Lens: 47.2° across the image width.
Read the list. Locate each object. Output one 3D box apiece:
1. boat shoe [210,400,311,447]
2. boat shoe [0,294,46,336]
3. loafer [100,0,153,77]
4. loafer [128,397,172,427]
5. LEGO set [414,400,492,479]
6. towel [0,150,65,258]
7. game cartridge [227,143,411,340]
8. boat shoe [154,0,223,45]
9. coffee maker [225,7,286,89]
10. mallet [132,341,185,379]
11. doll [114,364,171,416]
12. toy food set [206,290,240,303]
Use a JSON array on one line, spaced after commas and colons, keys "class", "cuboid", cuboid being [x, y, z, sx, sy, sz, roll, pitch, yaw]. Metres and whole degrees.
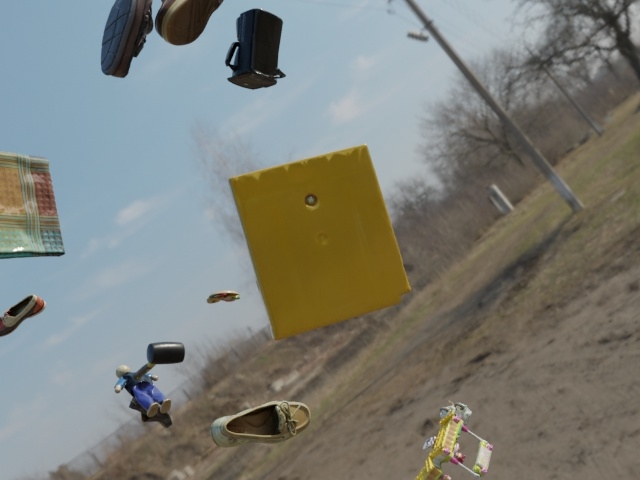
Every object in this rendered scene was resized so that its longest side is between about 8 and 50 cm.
[{"class": "boat shoe", "cuboid": [-0.139, 0.477, 1.904, 0.285, 0.104, 0.089, -7, -20, -33]}, {"class": "boat shoe", "cuboid": [-0.670, 0.163, 1.603, 0.137, 0.049, 0.043, -31, -32, 0]}, {"class": "loafer", "cuboid": [-0.356, -0.454, 1.444, 0.095, 0.302, 0.109, 18, -18, -39]}, {"class": "loafer", "cuboid": [-0.465, 0.469, 1.998, 0.062, 0.170, 0.061, 12, 54, 41]}, {"class": "LEGO set", "cuboid": [0.240, 0.449, 1.405, 0.287, 0.107, 0.132, -57, 1, -25]}, {"class": "towel", "cuboid": [-0.765, -0.086, 1.672, 0.040, 0.271, 0.370, -20, -11, 34]}, {"class": "game cartridge", "cuboid": [0.000, 0.000, 1.416, 0.286, 0.323, 0.053, -15, -3, -12]}, {"class": "boat shoe", "cuboid": [-0.305, -0.540, 1.618, 0.123, 0.123, 0.342, 103, -175, -45]}, {"class": "coffee maker", "cuboid": [-0.149, -0.492, 1.883, 0.171, 0.178, 0.120, 2, -7, 23]}, {"class": "mallet", "cuboid": [-0.296, 0.223, 1.333, 0.062, 0.039, 0.189, 0, -23, -25]}, {"class": "doll", "cuboid": [-0.461, 0.371, 1.850, 0.129, 0.189, 0.046, -7, -59, -45]}, {"class": "toy food set", "cuboid": [-0.253, 0.148, 1.919, 0.083, 0.020, 0.082, 3, -18, -26]}]
